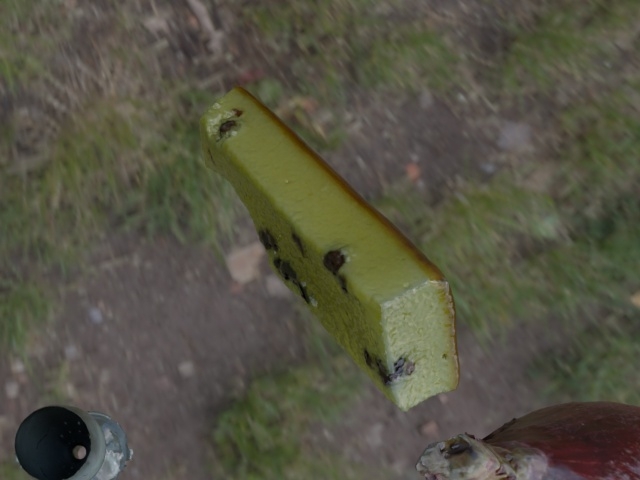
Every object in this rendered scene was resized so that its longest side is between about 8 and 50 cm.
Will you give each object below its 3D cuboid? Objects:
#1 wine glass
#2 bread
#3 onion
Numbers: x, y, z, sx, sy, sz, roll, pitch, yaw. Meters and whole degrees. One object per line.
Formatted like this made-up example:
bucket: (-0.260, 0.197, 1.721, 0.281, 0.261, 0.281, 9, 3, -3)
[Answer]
wine glass: (-0.173, 0.144, 1.368, 0.066, 0.198, 0.066, 0, 81, 0)
bread: (0.000, 0.000, 1.113, 0.049, 0.226, 0.088, -27, 132, -16)
onion: (0.092, 0.126, 0.729, 0.159, 0.159, 0.195, -39, 136, 5)
